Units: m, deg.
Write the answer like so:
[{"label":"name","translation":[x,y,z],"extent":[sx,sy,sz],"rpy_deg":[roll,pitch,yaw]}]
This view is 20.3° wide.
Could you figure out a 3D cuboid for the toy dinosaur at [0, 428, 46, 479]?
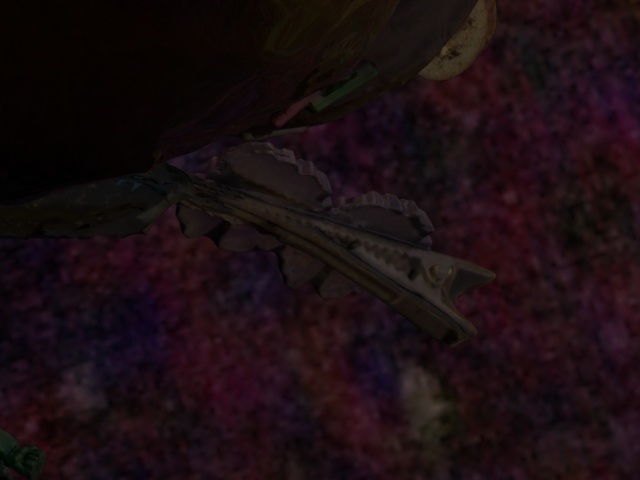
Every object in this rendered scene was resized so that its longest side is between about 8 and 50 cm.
[{"label":"toy dinosaur","translation":[-0.321,0.218,1.598],"extent":[0.094,0.153,0.259],"rpy_deg":[-49,157,-31]}]

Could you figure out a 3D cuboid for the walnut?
[{"label":"walnut","translation":[-0.056,-0.077,0.412],"extent":[0.137,0.245,0.137],"rpy_deg":[11,70,-33]}]

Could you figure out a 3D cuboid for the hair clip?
[{"label":"hair clip","translation":[0.000,0.000,1.251],"extent":[0.292,0.106,0.084],"rpy_deg":[24,48,-33]}]

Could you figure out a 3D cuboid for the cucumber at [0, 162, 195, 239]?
[{"label":"cucumber","translation":[-0.171,-0.023,0.673],"extent":[0.044,0.257,0.043],"rpy_deg":[-129,-135,-55]}]

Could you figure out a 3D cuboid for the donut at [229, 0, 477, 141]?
[{"label":"donut","translation":[-0.044,-0.167,0.840],"extent":[0.103,0.270,0.269],"rpy_deg":[93,-5,-56]}]

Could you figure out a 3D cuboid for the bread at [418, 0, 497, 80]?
[{"label":"bread","translation":[0.099,-0.152,1.288],"extent":[0.049,0.062,0.103],"rpy_deg":[33,22,1]}]
